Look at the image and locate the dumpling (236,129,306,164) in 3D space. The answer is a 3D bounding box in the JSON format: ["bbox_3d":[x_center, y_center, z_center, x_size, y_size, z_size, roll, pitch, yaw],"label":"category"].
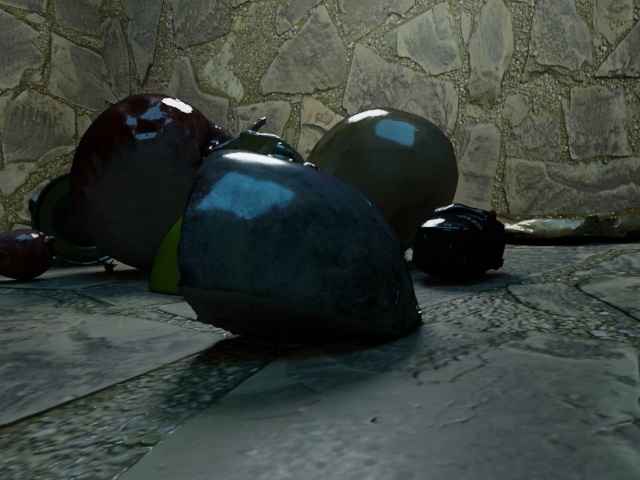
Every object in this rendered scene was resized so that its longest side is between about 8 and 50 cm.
[{"bbox_3d":[-0.072,-0.088,1.161,0.155,0.181,0.111,-1,43,28],"label":"dumpling"}]

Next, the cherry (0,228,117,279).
[{"bbox_3d":[-0.474,0.028,1.222,0.225,0.090,0.107,6,-14,-12],"label":"cherry"}]

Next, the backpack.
[{"bbox_3d":[0.194,0.001,0.985,0.119,0.106,0.165,4,2,21],"label":"backpack"}]

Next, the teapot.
[{"bbox_3d":[-0.534,-0.037,1.618,0.270,0.201,0.337,24,-10,-23],"label":"teapot"}]

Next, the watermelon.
[{"bbox_3d":[-0.001,-0.007,0.671,0.188,0.175,0.322,-3,4,7],"label":"watermelon"}]

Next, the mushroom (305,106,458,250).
[{"bbox_3d":[0.122,-0.081,1.249,0.292,0.293,0.290,0,-20,36],"label":"mushroom"}]

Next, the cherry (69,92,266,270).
[{"bbox_3d":[-0.283,-0.086,1.262,0.326,0.335,0.291,31,42,-8],"label":"cherry"}]

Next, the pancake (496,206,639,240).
[{"bbox_3d":[0.577,-0.036,1.628,0.381,0.071,0.382,-3,3,0],"label":"pancake"}]

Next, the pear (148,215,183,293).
[{"bbox_3d":[-0.073,0.006,0.991,0.287,0.139,0.239,-7,14,-37],"label":"pear"}]
